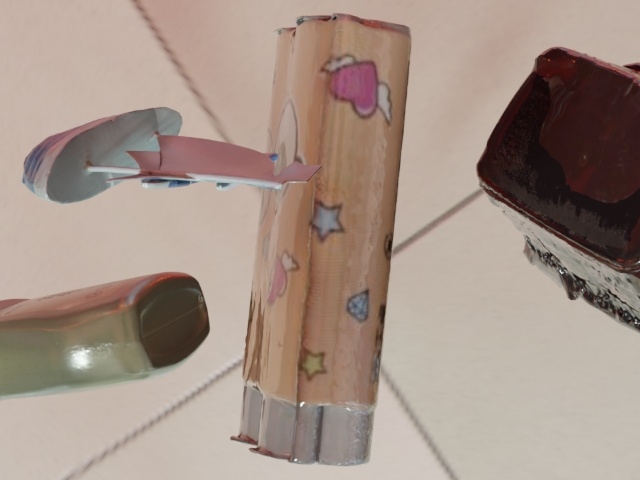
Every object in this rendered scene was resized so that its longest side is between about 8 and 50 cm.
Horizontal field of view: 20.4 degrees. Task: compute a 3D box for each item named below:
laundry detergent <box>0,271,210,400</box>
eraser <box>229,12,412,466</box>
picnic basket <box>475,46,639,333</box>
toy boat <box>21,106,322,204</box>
[{"bbox_3d":[-0.242,0.091,1.650,0.253,0.181,0.091,-10,100,27],"label":"laundry detergent"},{"bbox_3d":[0.000,0.000,1.206,0.087,0.171,0.290,5,89,-11],"label":"eraser"},{"bbox_3d":[0.256,-0.049,1.501,0.129,0.297,0.222,26,96,-38],"label":"picnic basket"},{"bbox_3d":[-0.071,-0.045,0.864,0.149,0.105,0.034,-7,110,11],"label":"toy boat"}]
